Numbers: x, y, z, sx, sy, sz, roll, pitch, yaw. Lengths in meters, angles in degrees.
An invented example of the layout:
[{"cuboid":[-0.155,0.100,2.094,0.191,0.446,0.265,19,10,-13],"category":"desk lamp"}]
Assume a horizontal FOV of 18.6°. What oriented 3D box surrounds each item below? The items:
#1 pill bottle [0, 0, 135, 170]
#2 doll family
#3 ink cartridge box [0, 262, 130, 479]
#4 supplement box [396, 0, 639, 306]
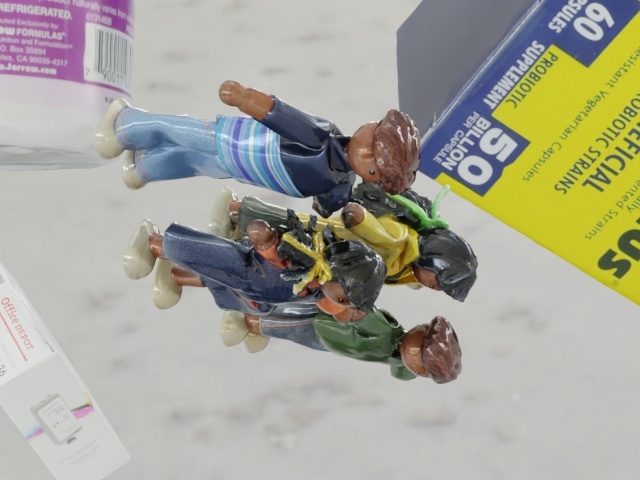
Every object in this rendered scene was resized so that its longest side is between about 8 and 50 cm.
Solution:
[{"cuboid":[-0.192,-0.197,1.151,0.169,0.301,0.169,1,-4,0],"category":"pill bottle"},{"cuboid":[0.000,0.000,0.701,0.111,0.076,0.193,9,-11,27],"category":"doll family"},{"cuboid":[-0.247,0.114,1.665,0.067,0.198,0.115,-33,43,-7],"category":"ink cartridge box"},{"cuboid":[0.251,-0.080,1.360,0.357,0.194,0.195,30,29,-18],"category":"supplement box"}]
